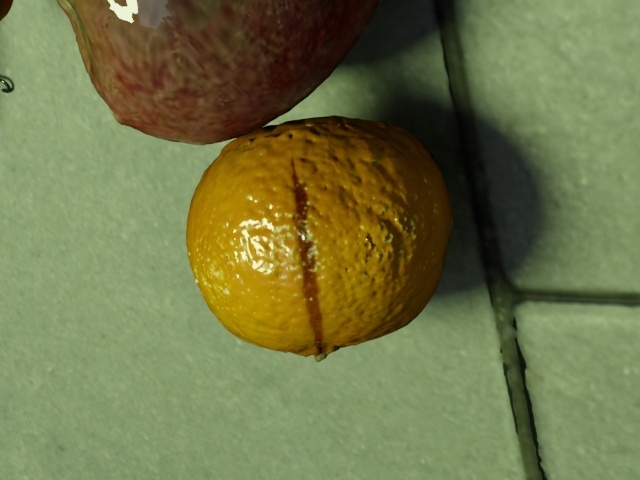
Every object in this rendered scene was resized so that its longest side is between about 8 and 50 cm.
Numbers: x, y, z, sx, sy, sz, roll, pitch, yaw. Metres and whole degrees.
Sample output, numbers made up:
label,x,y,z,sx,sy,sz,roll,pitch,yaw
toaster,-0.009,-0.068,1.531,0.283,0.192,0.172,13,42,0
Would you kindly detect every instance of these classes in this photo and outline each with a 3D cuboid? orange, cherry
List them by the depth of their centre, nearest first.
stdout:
label,x,y,z,sx,sy,sz,roll,pitch,yaw
cherry,-0.066,-0.190,0.749,0.239,0.239,0.206,54,161,-5
orange,0.000,0.000,0.809,0.193,0.193,0.161,-18,79,38

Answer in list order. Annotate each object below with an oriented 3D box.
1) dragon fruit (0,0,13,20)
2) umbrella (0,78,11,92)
label,x,y,z,sx,sy,sz,roll,pitch,yaw
dragon fruit,-0.312,-0.308,0.833,0.227,0.243,0.307,-23,137,14
umbrella,-0.325,-0.152,1.050,0.122,0.013,0.022,17,145,23
